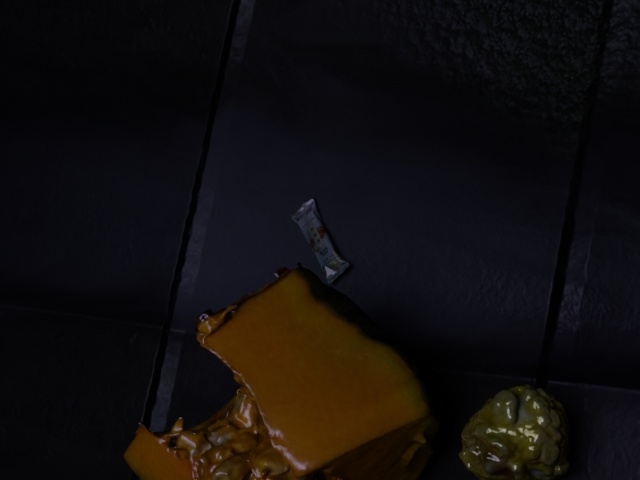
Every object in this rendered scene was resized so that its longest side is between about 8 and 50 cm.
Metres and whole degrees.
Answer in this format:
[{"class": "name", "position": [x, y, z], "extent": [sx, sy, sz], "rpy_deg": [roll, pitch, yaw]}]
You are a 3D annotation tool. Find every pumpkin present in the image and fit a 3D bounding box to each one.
[{"class": "pumpkin", "position": [-0.035, 0.201, 1.660], "extent": [0.225, 0.256, 0.303], "rpy_deg": [53, 128, 26]}]

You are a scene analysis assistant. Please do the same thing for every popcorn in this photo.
[{"class": "popcorn", "position": [0.201, 0.207, 1.599], "extent": [0.121, 0.116, 0.106], "rpy_deg": [-37, 78, 17]}]

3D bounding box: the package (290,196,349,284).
[{"class": "package", "position": [0.000, 0.000, 1.835], "extent": [0.037, 0.015, 0.110], "rpy_deg": [-42, 58, 20]}]
